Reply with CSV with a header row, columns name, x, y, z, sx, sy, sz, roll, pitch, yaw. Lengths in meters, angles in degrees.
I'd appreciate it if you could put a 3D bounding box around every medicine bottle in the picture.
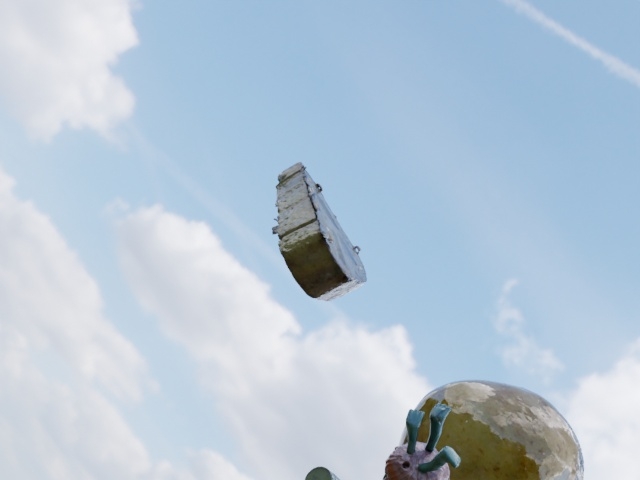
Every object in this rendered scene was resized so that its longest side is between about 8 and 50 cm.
name,x,y,z,sx,sy,sz,roll,pitch,yaw
medicine bottle,0.014,0.363,1.540,0.047,0.047,0.083,29,-16,43

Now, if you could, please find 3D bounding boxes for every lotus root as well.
name,x,y,z,sx,sy,sz,roll,pitch,yaw
lotus root,0.000,0.000,1.551,0.170,0.074,0.261,52,12,-20

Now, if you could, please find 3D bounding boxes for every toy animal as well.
name,x,y,z,sx,sy,sz,roll,pitch,yaw
toy animal,0.123,0.267,1.205,0.103,0.100,0.208,17,-37,10

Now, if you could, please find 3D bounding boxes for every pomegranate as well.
name,x,y,z,sx,sy,sz,roll,pitch,yaw
pomegranate,0.235,0.309,1.486,0.260,0.260,0.260,42,-24,24
